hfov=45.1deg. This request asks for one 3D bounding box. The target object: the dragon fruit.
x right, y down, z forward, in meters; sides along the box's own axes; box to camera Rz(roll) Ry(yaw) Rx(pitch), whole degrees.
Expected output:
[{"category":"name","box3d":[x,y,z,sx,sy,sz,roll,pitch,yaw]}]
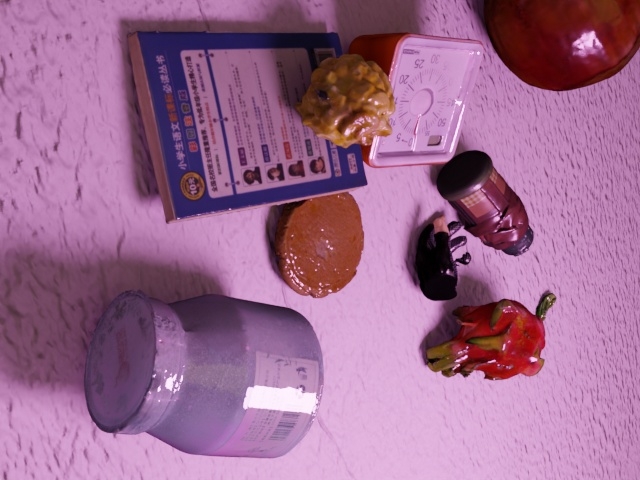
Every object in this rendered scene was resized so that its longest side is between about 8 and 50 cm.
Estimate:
[{"category":"dragon fruit","box3d":[0.368,0.233,1.706,0.200,0.269,0.198,52,12,-56]}]

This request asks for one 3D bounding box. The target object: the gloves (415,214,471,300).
[{"category":"gloves","box3d":[0.250,0.026,1.643,0.129,0.106,0.180,39,38,-38]}]

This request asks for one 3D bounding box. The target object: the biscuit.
[{"category":"biscuit","box3d":[0.000,0.000,1.434,0.226,0.042,0.226,-3,94,-44]}]

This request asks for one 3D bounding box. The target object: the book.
[{"category":"book","box3d":[-0.103,-0.207,1.309,0.428,0.039,0.300,-12,92,-41]}]

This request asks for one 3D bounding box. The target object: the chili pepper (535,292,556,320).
[{"category":"chili pepper","box3d":[0.579,0.169,1.980,0.091,0.030,0.034,-52,149,-25]}]

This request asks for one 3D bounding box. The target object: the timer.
[{"category":"timer","box3d":[0.177,-0.271,1.510,0.257,0.161,0.250,-9,106,-42]}]

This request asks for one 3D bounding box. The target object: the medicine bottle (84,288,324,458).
[{"category":"medicine bottle","box3d":[-0.176,0.195,1.153,0.290,0.245,0.245,18,80,-39]}]

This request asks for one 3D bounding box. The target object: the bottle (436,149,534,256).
[{"category":"bottle","box3d":[0.373,-0.070,1.711,0.271,0.143,0.156,44,25,-32]}]

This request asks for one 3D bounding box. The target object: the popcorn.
[{"category":"popcorn","box3d":[0.042,-0.236,1.326,0.173,0.142,0.173,-1,96,-14]}]

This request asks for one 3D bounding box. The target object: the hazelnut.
[{"category":"hazelnut","box3d":[0.539,-0.536,1.693,0.421,0.353,0.421,-1,93,-23]}]
